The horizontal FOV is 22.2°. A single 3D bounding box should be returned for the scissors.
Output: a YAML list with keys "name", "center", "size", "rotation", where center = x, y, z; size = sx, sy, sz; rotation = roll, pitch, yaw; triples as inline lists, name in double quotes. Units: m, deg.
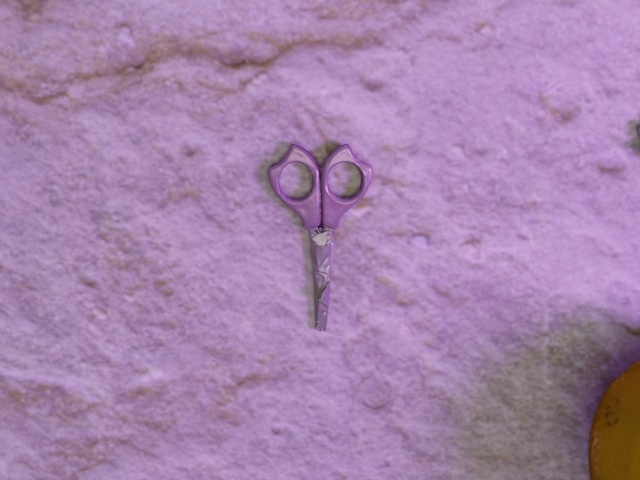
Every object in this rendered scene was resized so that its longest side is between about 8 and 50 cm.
- name: "scissors"
  center: [0.000, 0.000, 1.749]
  size: [0.110, 0.021, 0.212]
  rotation: [1, 106, 3]

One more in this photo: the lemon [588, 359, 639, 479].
- name: "lemon"
  center: [0.406, 0.242, 1.703]
  size: [0.260, 0.260, 0.284]
  rotation: [4, 108, -1]

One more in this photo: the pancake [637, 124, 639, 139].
- name: "pancake"
  center: [0.453, -0.079, 1.701]
  size: [0.244, 0.057, 0.266]
  rotation: [1, 108, 1]
